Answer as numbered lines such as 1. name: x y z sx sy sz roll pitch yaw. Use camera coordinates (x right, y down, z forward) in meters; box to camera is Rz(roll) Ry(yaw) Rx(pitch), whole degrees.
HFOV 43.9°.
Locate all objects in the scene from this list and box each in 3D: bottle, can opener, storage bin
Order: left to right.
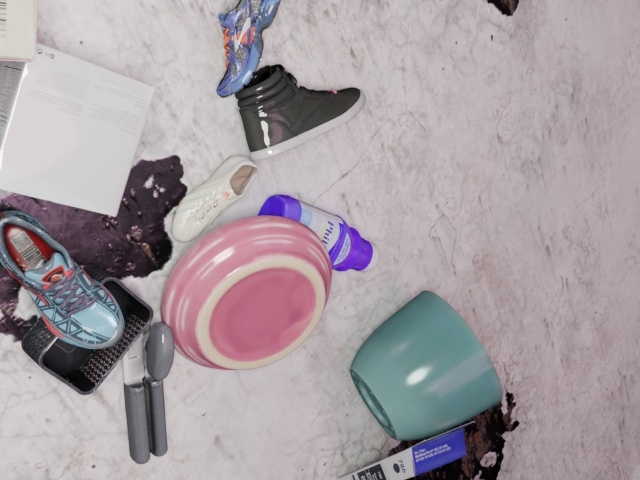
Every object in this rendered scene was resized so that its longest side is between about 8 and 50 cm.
1. storage bin: -0.380 0.145 1.301 0.180 0.084 0.122 -53 130 -15
2. can opener: -0.307 0.272 1.406 0.074 0.093 0.280 -14 117 -37
3. bottle: 0.000 0.000 1.567 0.283 0.092 0.118 21 95 -42

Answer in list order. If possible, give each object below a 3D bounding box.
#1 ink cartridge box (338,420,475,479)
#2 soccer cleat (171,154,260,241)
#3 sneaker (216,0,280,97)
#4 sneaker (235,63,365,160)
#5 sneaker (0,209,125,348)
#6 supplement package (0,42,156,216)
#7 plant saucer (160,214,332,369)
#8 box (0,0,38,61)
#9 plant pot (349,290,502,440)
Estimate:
1. ink cartridge box: 0.196 0.493 1.760 0.166 0.333 0.065 -8 67 -37
2. soccer cleat: -0.186 -0.075 1.399 0.196 0.076 0.068 -51 129 -15
3. sneaker: -0.139 -0.352 1.360 0.087 0.083 0.221 18 96 -17
4. sneaker: -0.033 -0.266 1.450 0.296 0.105 0.146 -33 111 -37
5. sneaker: -0.395 0.064 1.171 0.262 0.125 0.104 46 75 -7
6. supplement package: -0.383 -0.164 1.156 0.194 0.149 0.203 15 94 -42
7. plant saucer: -0.119 0.114 1.444 0.332 0.084 0.332 -16 128 -22
8. box: -0.456 -0.307 0.993 0.127 0.232 0.148 -5 107 -39
9. plant pot: 0.207 0.291 1.720 0.235 0.293 0.293 -31 123 -12
